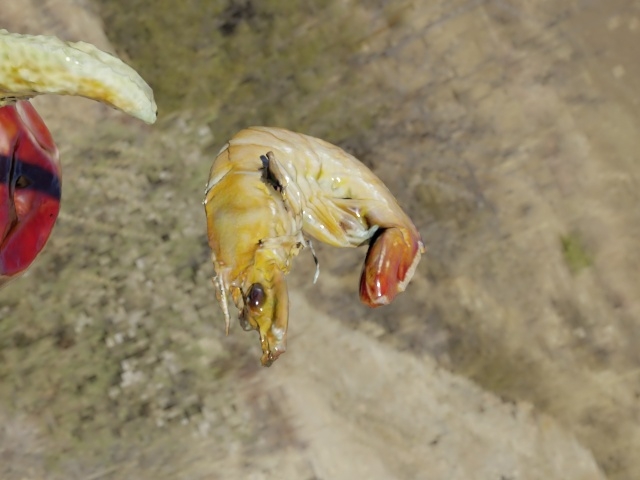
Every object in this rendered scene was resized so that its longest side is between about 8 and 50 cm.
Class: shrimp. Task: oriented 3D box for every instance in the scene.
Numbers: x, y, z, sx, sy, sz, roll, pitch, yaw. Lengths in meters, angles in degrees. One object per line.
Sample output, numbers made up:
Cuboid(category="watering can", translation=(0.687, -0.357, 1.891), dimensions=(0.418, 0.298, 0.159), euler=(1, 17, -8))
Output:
Cuboid(category="shrimp", translation=(-0.003, 0.006, 0.613), dimensions=(0.095, 0.045, 0.162), euler=(28, 30, -19))

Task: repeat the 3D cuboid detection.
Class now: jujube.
Cuboid(category="jujube", translation=(-0.271, -0.038, 0.910), dimensions=(0.155, 0.230, 0.155), euler=(-3, 93, -63))

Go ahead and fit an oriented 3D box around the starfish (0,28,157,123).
Cuboid(category="starfish", translation=(-0.258, -0.063, 0.492), dimensions=(0.358, 0.078, 0.347), euler=(3, 15, -23))
